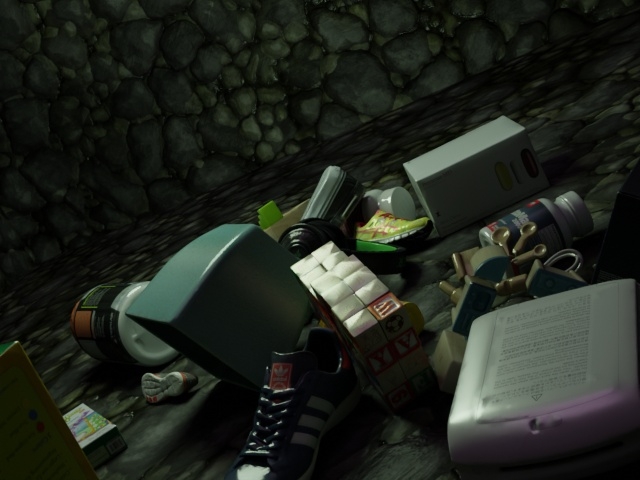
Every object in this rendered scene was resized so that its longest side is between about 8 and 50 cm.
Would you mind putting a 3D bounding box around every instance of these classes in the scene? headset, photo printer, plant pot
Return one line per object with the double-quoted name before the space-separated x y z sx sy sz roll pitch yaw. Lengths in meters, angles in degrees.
"headset" -0.022 0.050 2.021 0.394 0.185 0.243 6 6 6
"photo printer" 0.294 0.181 1.208 0.256 0.107 0.307 -18 20 24
"plant pot" -0.167 0.107 1.819 0.248 0.247 0.252 0 56 60

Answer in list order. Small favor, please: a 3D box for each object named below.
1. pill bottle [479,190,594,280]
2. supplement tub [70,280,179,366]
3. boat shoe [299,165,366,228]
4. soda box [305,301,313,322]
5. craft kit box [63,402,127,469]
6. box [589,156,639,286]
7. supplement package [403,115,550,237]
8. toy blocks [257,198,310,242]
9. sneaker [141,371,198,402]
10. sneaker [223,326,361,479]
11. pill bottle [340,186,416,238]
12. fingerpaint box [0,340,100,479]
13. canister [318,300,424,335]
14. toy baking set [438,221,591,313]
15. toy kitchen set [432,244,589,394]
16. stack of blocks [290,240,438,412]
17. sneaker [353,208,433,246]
"pill bottle" 0.383 -0.012 1.720 0.180 0.108 0.108 -27 15 -3
"supplement tub" -0.455 0.193 2.278 0.193 0.194 0.316 -36 18 -32
"boat shoe" 0.000 0.000 2.186 0.335 0.119 0.121 -63 6 0
"soda box" -0.111 0.164 2.045 0.183 0.063 0.058 -21 15 19
"craft kit box" -0.524 0.427 1.893 0.250 0.061 0.246 -33 14 -24
"box" 0.495 -0.038 1.429 0.103 0.184 0.261 24 39 20
"supplement package" 0.341 -0.147 2.167 0.261 0.145 0.204 -26 15 4
"toy blocks" -0.160 0.040 2.395 0.381 0.191 0.261 -37 6 -35
"sneaker" -0.306 0.296 1.986 0.065 0.061 0.158 -4 -4 -44
"sneaker" -0.055 0.254 1.451 0.131 0.148 0.350 -2 27 27
"pill bottle" 0.106 -0.051 2.287 0.221 0.121 0.121 -15 19 37
"fingerpaint box" -0.497 0.412 1.282 0.163 0.371 0.445 -16 19 30
"canister" 0.091 0.152 1.734 0.126 0.073 0.170 -35 19 -24
"toy baking set" 0.315 0.060 1.584 0.197 0.030 0.256 -43 43 -3
"toy kitchen set" 0.282 0.132 1.438 0.166 0.207 0.122 18 17 -4
"stack of blocks" 0.058 0.115 1.551 0.087 0.171 0.297 -32 34 -7
"sneaker" 0.151 -0.028 2.144 0.208 0.094 0.081 -16 -16 33
